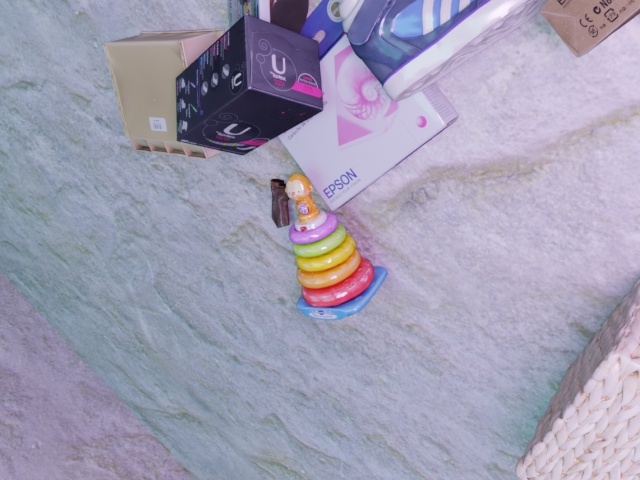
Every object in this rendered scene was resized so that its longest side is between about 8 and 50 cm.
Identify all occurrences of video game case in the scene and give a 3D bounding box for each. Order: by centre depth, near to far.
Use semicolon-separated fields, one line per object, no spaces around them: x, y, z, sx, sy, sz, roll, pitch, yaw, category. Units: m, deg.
-0.138;-0.489;1.082;0.183;0.023;0.201;44;140;51;video game case

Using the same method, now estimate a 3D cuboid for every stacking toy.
0.000;0.000;1.183;0.175;0.166;0.301;-1;122;38;stacking toy

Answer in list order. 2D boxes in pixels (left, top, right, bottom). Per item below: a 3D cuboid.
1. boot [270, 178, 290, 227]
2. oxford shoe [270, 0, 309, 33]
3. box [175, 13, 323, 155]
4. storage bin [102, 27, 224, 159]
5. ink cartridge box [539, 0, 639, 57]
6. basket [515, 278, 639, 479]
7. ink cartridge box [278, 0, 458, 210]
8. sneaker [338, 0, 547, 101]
-0.074;-0.074;1.312;0.106;0.037;0.114;27;126;40;boot
-0.066;-0.463;1.077;0.076;0.076;0.212;52;139;46;oxford shoe
-0.142;-0.278;1.093;0.270;0.165;0.143;-18;72;49;box
-0.333;-0.331;1.310;0.263;0.123;0.260;11;121;32;storage bin
0.390;-0.336;0.644;0.088;0.193;0.234;51;164;4;ink cartridge box
0.509;0.266;0.857;0.267;0.331;0.328;34;130;21;basket
0.038;-0.266;1.100;0.330;0.071;0.324;53;134;-1;ink cartridge box
0.174;-0.389;0.866;0.323;0.130;0.236;-32;85;27;sneaker
